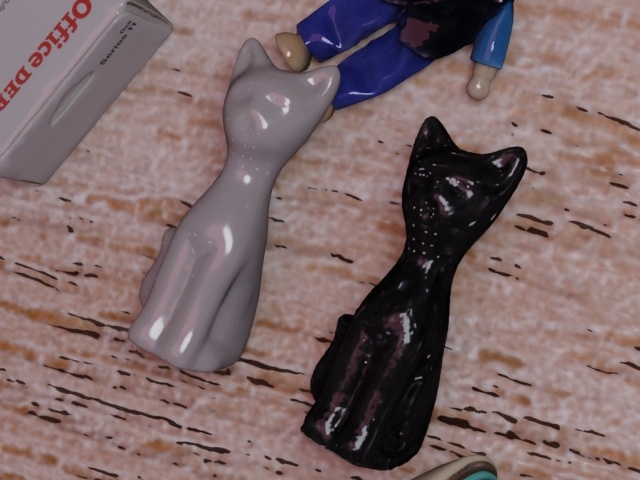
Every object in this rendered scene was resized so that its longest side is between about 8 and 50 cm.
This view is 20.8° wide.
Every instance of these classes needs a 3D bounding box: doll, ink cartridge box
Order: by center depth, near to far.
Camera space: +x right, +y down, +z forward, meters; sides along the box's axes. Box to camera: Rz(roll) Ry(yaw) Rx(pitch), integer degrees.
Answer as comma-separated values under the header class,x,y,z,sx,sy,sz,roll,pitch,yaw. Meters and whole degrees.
class,x,y,z,sx,sy,sz,roll,pitch,yaw
doll,0.070,-0.144,1.097,0.189,0.046,0.129,-30,79,17
ink cartridge box,-0.226,-0.159,1.174,0.208,0.087,0.153,45,100,16

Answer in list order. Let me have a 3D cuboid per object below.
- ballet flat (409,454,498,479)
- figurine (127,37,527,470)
class,x,y,z,sx,sy,sz,roll,pitch,yaw
ballet flat,0.018,0.223,1.078,0.086,0.086,0.248,33,98,17
figurine,0.000,0.000,1.075,0.215,0.092,0.209,27,102,19
